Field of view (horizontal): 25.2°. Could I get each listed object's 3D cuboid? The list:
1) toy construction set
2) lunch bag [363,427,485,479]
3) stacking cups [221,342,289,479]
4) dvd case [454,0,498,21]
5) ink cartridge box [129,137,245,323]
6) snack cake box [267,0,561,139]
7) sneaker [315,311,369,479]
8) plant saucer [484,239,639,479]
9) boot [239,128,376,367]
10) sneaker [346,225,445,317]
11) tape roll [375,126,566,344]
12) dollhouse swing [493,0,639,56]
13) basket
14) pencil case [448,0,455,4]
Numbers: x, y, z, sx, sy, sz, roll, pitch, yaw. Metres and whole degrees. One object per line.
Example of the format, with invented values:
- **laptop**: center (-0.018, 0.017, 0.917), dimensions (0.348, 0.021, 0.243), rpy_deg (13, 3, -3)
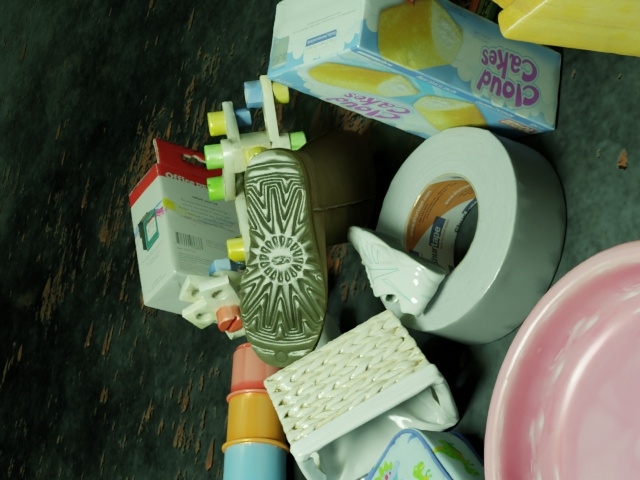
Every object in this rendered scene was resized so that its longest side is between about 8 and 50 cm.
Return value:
- **toy construction set**: center (-0.071, -0.011, 1.669), dimensions (0.215, 0.151, 0.327), rpy_deg (92, -177, -51)
- **lunch bag**: center (0.094, 0.301, 1.397), dimensions (0.219, 0.090, 0.176), rpy_deg (-60, 42, 20)
- **stacking cups**: center (-0.082, 0.271, 1.655), dimensions (0.096, 0.096, 0.316), rpy_deg (-29, 53, 45)
- **dvd case**: center (0.161, -0.272, 1.629), dimensions (0.119, 0.013, 0.087), rpy_deg (20, 92, 55)
- **ink cartridge box**: center (-0.168, -0.013, 1.869), dimensions (0.078, 0.134, 0.231), rpy_deg (-45, 42, 35)
- **snack cake box**: center (0.097, -0.177, 1.453), dimensions (0.152, 0.264, 0.089), rpy_deg (-12, 67, 52)
- **sneaker**: center (0.033, 0.183, 1.558), dimensions (0.091, 0.094, 0.258), rpy_deg (-28, 59, 27)
- **plant saucer**: center (0.280, 0.167, 1.209), dimensions (0.332, 0.084, 0.332), rpy_deg (-29, 53, 46)
- **boot**: center (0.000, 0.000, 1.559), dimensions (0.089, 0.269, 0.236), rpy_deg (4, 97, 16)
- **sneaker**: center (0.066, 0.028, 1.468), dimensions (0.152, 0.054, 0.061), rpy_deg (37, 109, 54)
- **tape roll**: center (0.149, -0.005, 1.477), dimensions (0.219, 0.072, 0.219), rpy_deg (-26, 56, 46)
- **dollhouse swing**: center (0.308, -0.387, 1.251), dimensions (0.305, 0.315, 0.346), rpy_deg (119, 150, -52)
- **basket**: center (0.039, 0.162, 1.448), dimensions (0.167, 0.113, 0.103), rpy_deg (-29, 56, -2)
- **pencil case**: center (0.102, -0.294, 1.631), dimensions (0.098, 0.095, 0.209), rpy_deg (-11, 58, 14)
